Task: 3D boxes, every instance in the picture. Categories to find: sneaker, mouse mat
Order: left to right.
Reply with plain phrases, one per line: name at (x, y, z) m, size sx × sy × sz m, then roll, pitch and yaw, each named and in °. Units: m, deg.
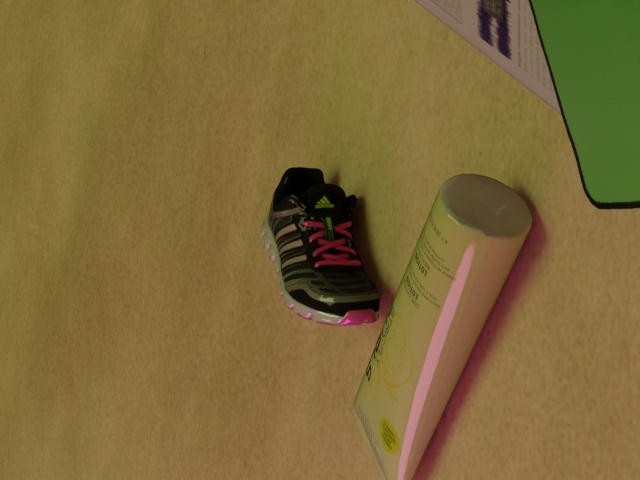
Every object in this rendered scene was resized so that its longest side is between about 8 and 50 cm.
sneaker at (0.000, 0.000, 1.290) m, size 0.170 × 0.063 × 0.074 m, roll -122°, pitch 37°, yaw -56°
mouse mat at (0.145, -0.107, 0.884) m, size 0.152 × 0.007 × 0.189 m, roll -1°, pitch 108°, yaw 69°

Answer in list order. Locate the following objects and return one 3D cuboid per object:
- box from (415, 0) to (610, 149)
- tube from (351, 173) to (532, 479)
box at (0.096, -0.224, 1.005) m, size 0.322 × 0.058 × 0.232 m, roll 46°, pitch 148°, yaw 49°
tube at (0.068, 0.066, 1.157) m, size 0.070 × 0.062 × 0.240 m, roll -54°, pitch -12°, yaw -49°
